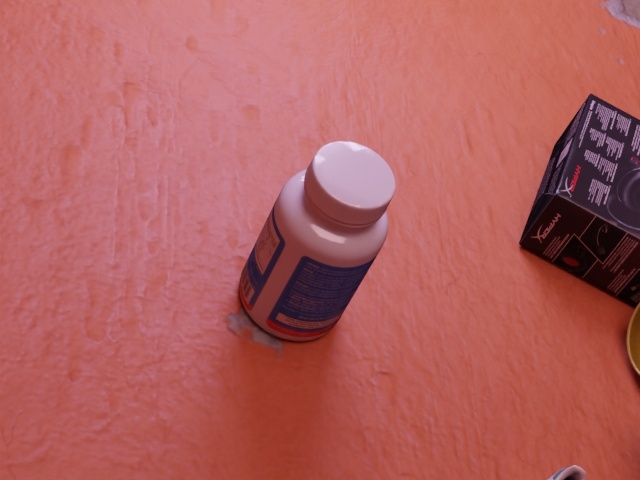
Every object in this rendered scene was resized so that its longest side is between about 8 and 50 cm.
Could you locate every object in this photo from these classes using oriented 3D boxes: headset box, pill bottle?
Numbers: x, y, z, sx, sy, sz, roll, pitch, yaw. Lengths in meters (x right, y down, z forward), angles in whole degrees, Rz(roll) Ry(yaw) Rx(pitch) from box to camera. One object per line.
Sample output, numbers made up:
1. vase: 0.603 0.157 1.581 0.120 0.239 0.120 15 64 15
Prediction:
1. headset box: 0.428 -0.026 1.765 0.293 0.110 0.218 27 47 -1
2. pill bottle: 0.000 0.000 1.474 0.124 0.221 0.124 13 49 -15

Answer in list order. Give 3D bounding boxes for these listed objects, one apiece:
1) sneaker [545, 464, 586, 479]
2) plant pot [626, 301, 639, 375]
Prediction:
1. sneaker: 0.239 0.301 1.435 0.057 0.075 0.161 30 47 1
2. plant pot: 0.452 0.123 1.656 0.095 0.134 0.134 23 41 -41
